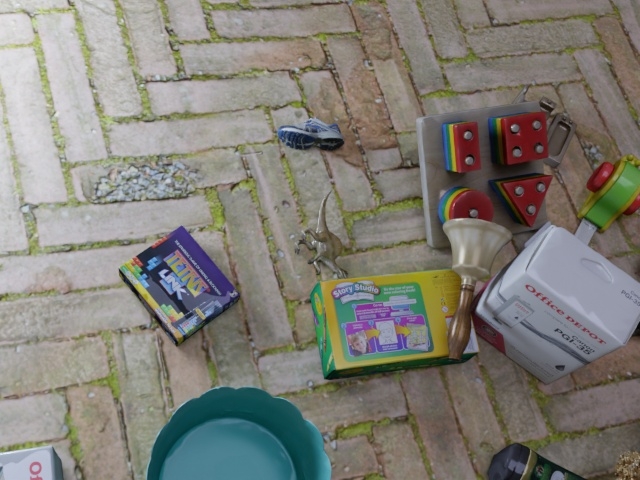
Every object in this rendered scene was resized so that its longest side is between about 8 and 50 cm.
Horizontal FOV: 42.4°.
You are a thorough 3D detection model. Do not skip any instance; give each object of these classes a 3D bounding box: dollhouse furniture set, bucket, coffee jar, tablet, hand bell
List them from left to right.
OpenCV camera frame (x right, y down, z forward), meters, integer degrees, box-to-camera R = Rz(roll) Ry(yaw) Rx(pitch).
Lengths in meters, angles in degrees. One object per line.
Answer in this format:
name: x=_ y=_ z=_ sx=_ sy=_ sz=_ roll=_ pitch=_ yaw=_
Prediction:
bucket: x=-0.135 y=0.373 z=1.289 sx=0.281 sy=0.183 sz=0.281 roll=5 pitch=66 yaw=-11
hand bell: x=0.260 y=0.094 z=1.461 sx=0.126 sy=0.126 sz=0.241 roll=14 pitch=73 yaw=-6
tablet: x=0.437 y=0.004 z=1.648 sx=0.083 sy=0.054 sz=0.006 roll=-39 pitch=38 yaw=-24
dollhouse furniture set: x=0.464 y=-0.246 z=1.716 sx=0.151 sy=0.123 sz=0.144 roll=30 pitch=65 yaw=1
coffee jar: x=0.387 y=0.424 z=1.430 sx=0.184 sy=0.096 sz=0.079 roll=28 pitch=62 yaw=1

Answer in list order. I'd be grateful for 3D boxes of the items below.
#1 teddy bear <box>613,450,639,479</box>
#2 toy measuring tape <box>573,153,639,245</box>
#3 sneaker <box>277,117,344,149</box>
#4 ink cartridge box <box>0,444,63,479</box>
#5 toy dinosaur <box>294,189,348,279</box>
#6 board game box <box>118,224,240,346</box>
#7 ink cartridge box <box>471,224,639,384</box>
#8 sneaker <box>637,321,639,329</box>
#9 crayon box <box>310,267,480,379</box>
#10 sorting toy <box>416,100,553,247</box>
teddy bear: x=0.615 y=0.442 z=1.434 sx=0.338 sy=0.113 sz=0.245 roll=-32 pitch=108 yaw=-25
toy measuring tape: x=0.576 y=-0.062 z=1.669 sx=0.121 sy=0.121 sz=0.330 roll=35 pitch=65 yaw=4
sneaker: x=-0.021 y=-0.216 z=1.643 sx=0.135 sy=0.052 sz=0.058 roll=5 pitch=56 yaw=-18
ink cartridge box: x=-0.527 y=0.430 z=1.211 sx=0.289 sy=0.121 sz=0.211 roll=-6 pitch=69 yaw=-15
toy dinosaur: x=0.000 y=0.000 z=1.560 sx=0.093 sy=0.053 sz=0.183 roll=-6 pitch=76 yaw=-31
board game box: x=-0.250 y=0.079 z=1.463 sx=0.141 sy=0.048 sz=0.170 roll=-38 pitch=80 yaw=-22
ink cartridge box: x=0.406 y=0.121 z=1.459 sx=0.207 sy=0.283 sz=0.117 roll=37 pitch=65 yaw=5
sneaker: x=0.761 y=0.191 z=1.577 sx=0.341 sy=0.125 sz=0.139 roll=17 pitch=43 yaw=-5
crayon box: x=0.133 y=0.149 z=1.498 sx=0.279 sy=0.081 sz=0.165 roll=-5 pitch=68 yaw=-14
sorting toy: x=0.329 y=-0.125 z=1.586 sx=0.257 sy=0.089 sz=0.255 roll=-11 pitch=103 yaw=-16
